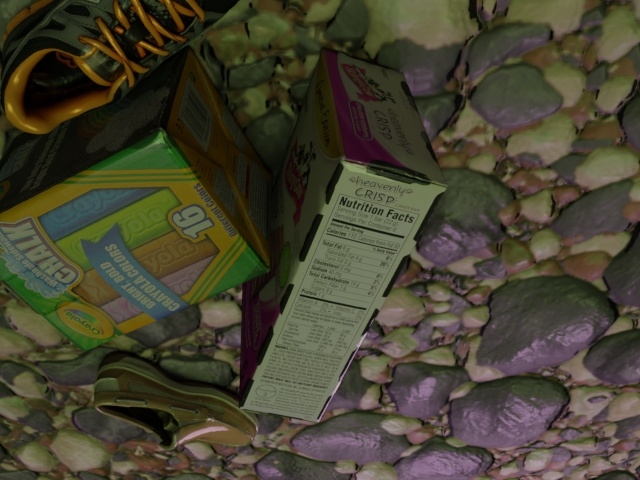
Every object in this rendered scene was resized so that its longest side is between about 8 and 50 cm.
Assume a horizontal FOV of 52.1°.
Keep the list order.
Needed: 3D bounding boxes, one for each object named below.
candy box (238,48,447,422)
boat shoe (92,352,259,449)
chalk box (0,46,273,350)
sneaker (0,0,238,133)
[{"bbox_3d":[0.000,0.000,0.492,0.071,0.159,0.233,13,125,-15],"label":"candy box"},{"bbox_3d":[-0.150,0.189,0.685,0.190,0.072,0.068,27,122,-23],"label":"boat shoe"},{"bbox_3d":[-0.158,-0.019,0.485,0.213,0.132,0.132,-23,126,15],"label":"chalk box"},{"bbox_3d":[-0.120,-0.136,0.412,0.215,0.083,0.084,-28,135,24],"label":"sneaker"}]
